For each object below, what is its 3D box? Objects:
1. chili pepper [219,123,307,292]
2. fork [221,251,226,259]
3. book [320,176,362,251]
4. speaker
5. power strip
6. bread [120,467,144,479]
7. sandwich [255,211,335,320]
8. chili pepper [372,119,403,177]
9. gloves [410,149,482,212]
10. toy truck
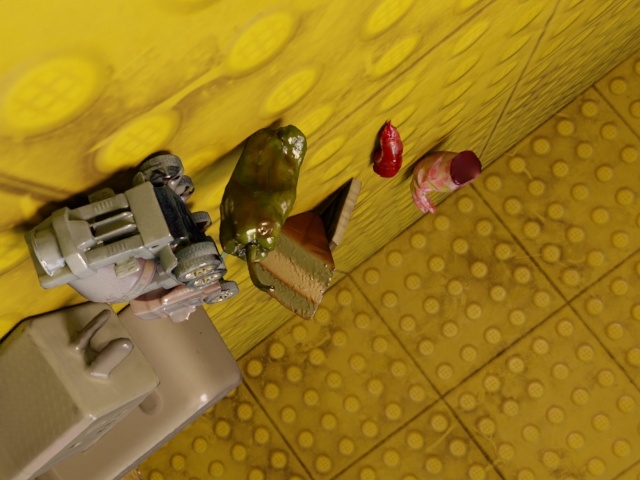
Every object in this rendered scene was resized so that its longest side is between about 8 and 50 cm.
[{"bbox_3d":[-0.065,-0.031,0.638,0.073,0.072,0.204,127,-18,-52],"label":"chili pepper"},{"bbox_3d":[-0.181,0.055,1.052,0.235,0.021,0.039,-41,167,32],"label":"fork"},{"bbox_3d":[0.000,0.000,1.212,0.228,0.024,0.160,-48,-162,50],"label":"book"},{"bbox_3d":[-0.327,0.266,1.019,0.406,0.184,0.183,-40,172,14],"label":"speaker"},{"bbox_3d":[-0.292,0.161,0.752,0.224,0.139,0.140,-40,170,18],"label":"power strip"},{"bbox_3d":[-0.516,0.633,1.561,0.165,0.376,0.236,-36,168,6],"label":"bread"},{"bbox_3d":[-0.014,0.038,1.116,0.187,0.144,0.117,-22,142,-62],"label":"sandwich"},{"bbox_3d":[0.122,-0.147,1.109,0.059,0.051,0.268,-21,170,-1],"label":"chili pepper"},{"bbox_3d":[0.273,-0.150,1.505,0.145,0.126,0.241,-55,-159,-19],"label":"gloves"},{"bbox_3d":[-0.170,0.015,0.619,0.140,0.108,0.257,-23,168,-7],"label":"toy truck"}]
